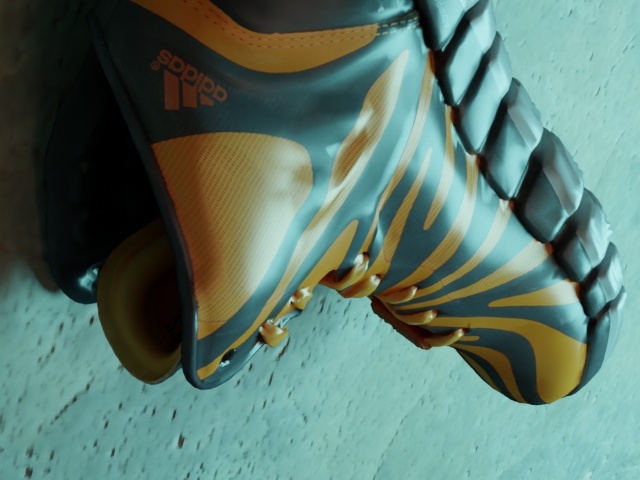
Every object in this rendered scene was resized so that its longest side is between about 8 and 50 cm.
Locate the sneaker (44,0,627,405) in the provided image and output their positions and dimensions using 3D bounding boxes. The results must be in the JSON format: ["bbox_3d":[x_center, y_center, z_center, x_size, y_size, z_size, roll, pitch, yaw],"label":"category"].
[{"bbox_3d":[0.000,0.000,0.624,0.180,0.124,0.321,-49,134,-16],"label":"sneaker"}]
